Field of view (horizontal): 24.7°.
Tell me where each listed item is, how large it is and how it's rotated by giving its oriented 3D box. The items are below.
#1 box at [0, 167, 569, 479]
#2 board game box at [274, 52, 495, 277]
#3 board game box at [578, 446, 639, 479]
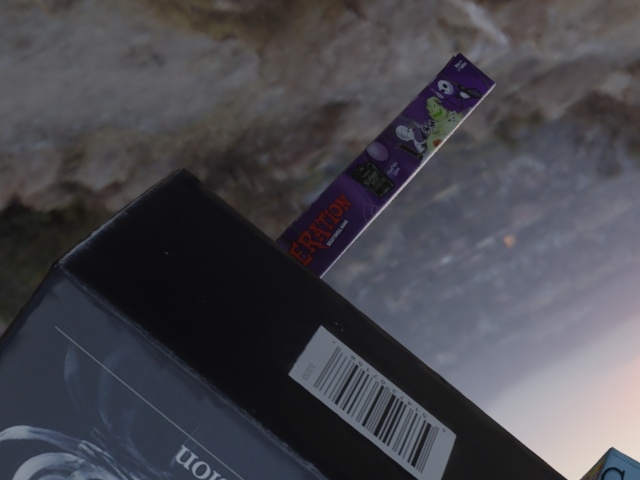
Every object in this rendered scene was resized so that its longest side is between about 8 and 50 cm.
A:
[{"bbox_3d":[-0.058,0.199,0.793,0.312,0.343,0.179,-51,180,23],"label":"box"},{"bbox_3d":[0.000,0.000,1.157,0.347,0.056,0.208,-47,175,-45],"label":"board game box"},{"bbox_3d":[0.268,0.366,1.403,0.275,0.144,0.142,-58,175,-32],"label":"board game box"}]
